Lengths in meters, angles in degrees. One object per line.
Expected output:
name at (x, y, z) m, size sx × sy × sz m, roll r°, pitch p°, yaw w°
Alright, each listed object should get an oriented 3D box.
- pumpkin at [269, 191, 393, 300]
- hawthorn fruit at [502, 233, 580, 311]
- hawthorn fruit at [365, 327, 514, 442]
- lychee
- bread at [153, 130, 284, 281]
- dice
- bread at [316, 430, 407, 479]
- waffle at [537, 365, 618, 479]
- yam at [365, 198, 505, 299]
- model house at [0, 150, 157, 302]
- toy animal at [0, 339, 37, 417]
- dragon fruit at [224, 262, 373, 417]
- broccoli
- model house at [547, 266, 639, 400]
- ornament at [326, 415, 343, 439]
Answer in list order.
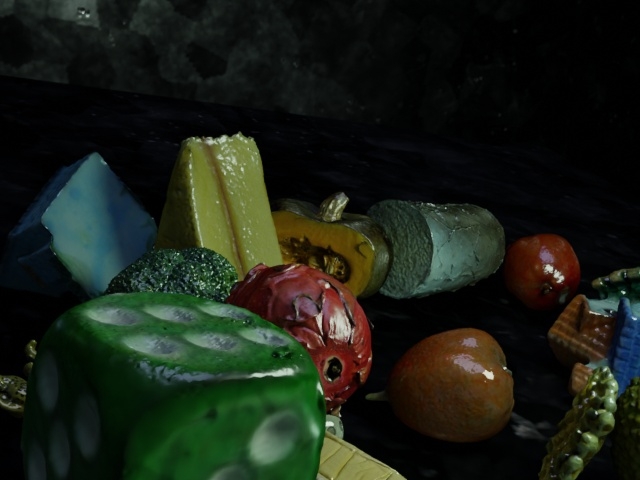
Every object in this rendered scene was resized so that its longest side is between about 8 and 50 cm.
pumpkin at (0.000, 0.000, 2.285) m, size 0.317 × 0.222 × 0.139 m, roll 18°, pitch 20°, yaw 17°
hawthorn fruit at (0.515, 0.082, 2.488) m, size 0.185 × 0.185 × 0.202 m, roll 13°, pitch 23°, yaw -2°
hawthorn fruit at (0.198, 0.245, 1.788) m, size 0.251 × 0.200 × 0.199 m, roll -3°, pitch 20°, yaw -6°
lychee at (0.577, 0.324, 1.660) m, size 0.319 × 0.270 × 0.270 m, roll 13°, pitch 15°, yaw -37°
bread at (-0.157, 0.000, 1.955) m, size 0.244 × 0.362 × 0.233 m, roll 23°, pitch 20°, yaw 34°
dice at (-0.188, 0.238, 1.328) m, size 0.297 × 0.300 × 0.287 m, roll -2°, pitch 21°, yaw -37°
bread at (0.001, 0.339, 1.466) m, size 0.236 × 0.106 × 0.140 m, roll 24°, pitch 20°, yaw 28°
waffle at (0.405, 0.308, 1.669) m, size 0.054 × 0.223 × 0.204 m, roll 29°, pitch 23°, yaw 8°
yam at (0.254, 0.011, 2.423) m, size 0.241 × 0.241 × 0.348 m, roll 27°, pitch 18°, yaw 36°
model house at (-0.482, 0.018, 2.001) m, size 0.241 × 0.226 × 0.261 m, roll -19°, pitch 29°, yaw 32°
toy animal at (-0.428, 0.218, 1.585) m, size 0.136 × 0.073 × 0.181 m, roll 29°, pitch 19°, yaw 21°
dragon fruit at (-0.040, 0.147, 1.585) m, size 0.241 × 0.241 × 0.252 m, roll -4°, pitch -3°, yaw -43°
broccoli at (-0.243, 0.130, 1.756) m, size 0.261 × 0.269 × 0.241 m, roll 32°, pitch -9°, yaw 44°
model house at (0.588, 0.193, 2.126) m, size 0.329 × 0.252 × 0.295 m, roll -8°, pitch 28°, yaw -35°
ornament at (-0.041, 0.296, 1.627) m, size 0.156 × 0.081 × 0.075 m, roll 4°, pitch -16°, yaw -24°
